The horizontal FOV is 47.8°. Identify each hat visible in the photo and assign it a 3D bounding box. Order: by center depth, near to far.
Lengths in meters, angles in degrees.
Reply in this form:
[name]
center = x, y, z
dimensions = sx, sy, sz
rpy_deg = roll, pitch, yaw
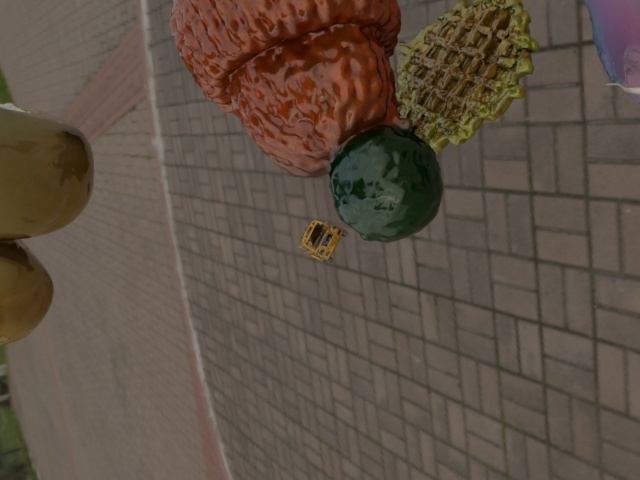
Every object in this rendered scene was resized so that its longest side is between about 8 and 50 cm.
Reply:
[hat]
center = 0.003, -0.175, 0.905
dimensions = 0.285, 0.285, 0.400
rpy_deg = -28, 83, 61

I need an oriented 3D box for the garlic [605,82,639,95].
[garlic]
center = 0.380, -0.140, 0.574
dimensions = 0.267, 0.148, 0.128
rpy_deg = -5, 76, 31

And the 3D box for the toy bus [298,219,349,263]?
[toy bus]
center = 0.000, 0.000, 1.441
dimensions = 0.069, 0.074, 0.162
rpy_deg = -61, 5, -6

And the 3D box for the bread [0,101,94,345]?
[bread]
center = -0.409, -0.045, 0.589
dimensions = 0.329, 0.424, 0.245
rpy_deg = 48, -127, -75

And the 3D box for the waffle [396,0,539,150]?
[waffle]
center = 0.202, -0.249, 1.047
dimensions = 0.245, 0.052, 0.254
rpy_deg = -28, 48, 39

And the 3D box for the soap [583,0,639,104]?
[soap]
center = 0.385, -0.215, 0.700
dimensions = 0.324, 0.192, 0.109
rpy_deg = 38, 178, -2
